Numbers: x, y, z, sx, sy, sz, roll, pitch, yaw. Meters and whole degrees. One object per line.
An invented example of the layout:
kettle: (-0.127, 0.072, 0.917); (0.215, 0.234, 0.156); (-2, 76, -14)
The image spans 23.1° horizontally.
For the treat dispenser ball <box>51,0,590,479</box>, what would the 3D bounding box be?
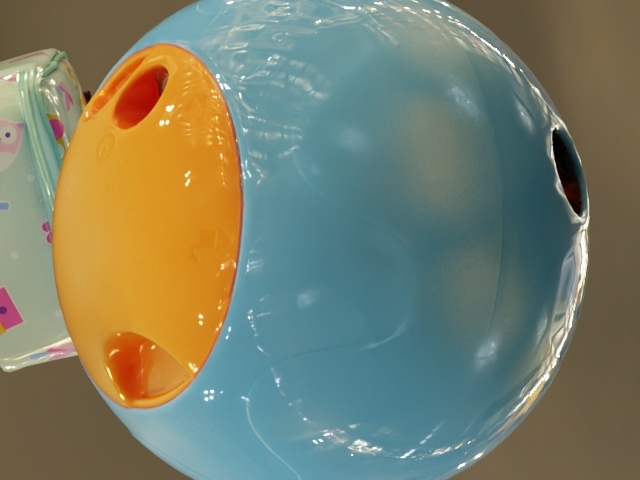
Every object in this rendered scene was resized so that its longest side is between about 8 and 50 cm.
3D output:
treat dispenser ball: (0.000, 0.000, 0.843); (0.288, 0.288, 0.288); (12, -105, -53)

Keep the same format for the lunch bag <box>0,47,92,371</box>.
lunch bag: (-0.212, -0.024, 1.183); (0.279, 0.108, 0.224); (-110, 4, -78)
